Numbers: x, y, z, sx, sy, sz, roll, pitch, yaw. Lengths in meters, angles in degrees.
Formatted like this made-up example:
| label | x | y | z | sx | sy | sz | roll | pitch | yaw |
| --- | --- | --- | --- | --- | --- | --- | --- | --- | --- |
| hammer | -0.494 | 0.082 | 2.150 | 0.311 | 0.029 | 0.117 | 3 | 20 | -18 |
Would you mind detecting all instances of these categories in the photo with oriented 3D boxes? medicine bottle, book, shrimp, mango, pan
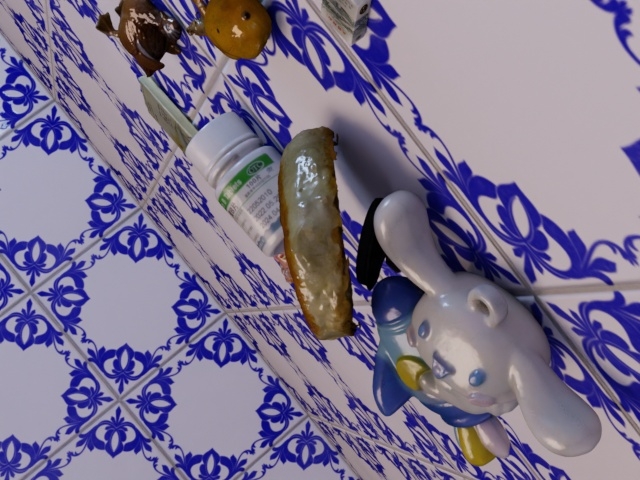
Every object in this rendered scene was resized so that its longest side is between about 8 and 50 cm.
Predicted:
| label | x | y | z | sx | sy | sz | roll | pitch | yaw |
| --- | --- | --- | --- | --- | --- | --- | --- | --- | --- |
| medicine bottle | -0.114 | -0.098 | 1.640 | 0.237 | 0.139 | 0.139 | 48 | 166 | 8 |
| book | -0.288 | -0.219 | 2.096 | 0.289 | 0.026 | 0.201 | 47 | 167 | 9 |
| shrimp | -0.195 | -0.349 | 1.482 | 0.091 | 0.025 | 0.127 | 54 | 161 | -14 |
| mango | -0.114 | -0.288 | 1.291 | 0.098 | 0.075 | 0.190 | 60 | 171 | -12 |
| pan | 0.087 | 0.014 | 1.379 | 0.028 | 0.136 | 0.235 | 12 | 170 | 17 |

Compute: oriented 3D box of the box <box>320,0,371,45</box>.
| label | x | y | z | sx | sy | sz | roll | pitch | yaw |
| --- | --- | --- | --- | --- | --- | --- | --- | --- | --- |
| box | 0.027 | -0.254 | 1.039 | 0.054 | 0.024 | 0.083 | 46 | 165 | 11 |

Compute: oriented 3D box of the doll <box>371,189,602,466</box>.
| label | x | y | z | sx | sy | sz | roll | pitch | yaw |
| --- | --- | --- | --- | --- | --- | --- | --- | --- | --- |
| doll | 0.175 | 0.156 | 1.289 | 0.365 | 0.187 | 0.376 | 107 | 146 | -63 |

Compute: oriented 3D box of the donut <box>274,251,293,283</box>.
| label | x | y | z | sx | sy | sz | roll | pitch | yaw |
| --- | --- | --- | --- | --- | --- | --- | --- | --- | --- |
| donut | -0.070 | 0.022 | 1.959 | 0.166 | 0.065 | 0.117 | 50 | 167 | -6 |

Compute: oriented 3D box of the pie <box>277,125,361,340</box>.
| label | x | y | z | sx | sy | sz | roll | pitch | yaw |
| --- | --- | --- | --- | --- | --- | --- | --- | --- | --- |
| pie | 0.000 | 0.000 | 1.334 | 0.315 | 0.092 | 0.315 | -9 | -90 | -87 |

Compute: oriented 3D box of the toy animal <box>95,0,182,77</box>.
| label | x | y | z | sx | sy | sz | roll | pitch | yaw |
| --- | --- | --- | --- | --- | --- | --- | --- | --- | --- |
| toy animal | -0.296 | -0.352 | 1.688 | 0.179 | 0.089 | 0.188 | 24 | 148 | 29 |
